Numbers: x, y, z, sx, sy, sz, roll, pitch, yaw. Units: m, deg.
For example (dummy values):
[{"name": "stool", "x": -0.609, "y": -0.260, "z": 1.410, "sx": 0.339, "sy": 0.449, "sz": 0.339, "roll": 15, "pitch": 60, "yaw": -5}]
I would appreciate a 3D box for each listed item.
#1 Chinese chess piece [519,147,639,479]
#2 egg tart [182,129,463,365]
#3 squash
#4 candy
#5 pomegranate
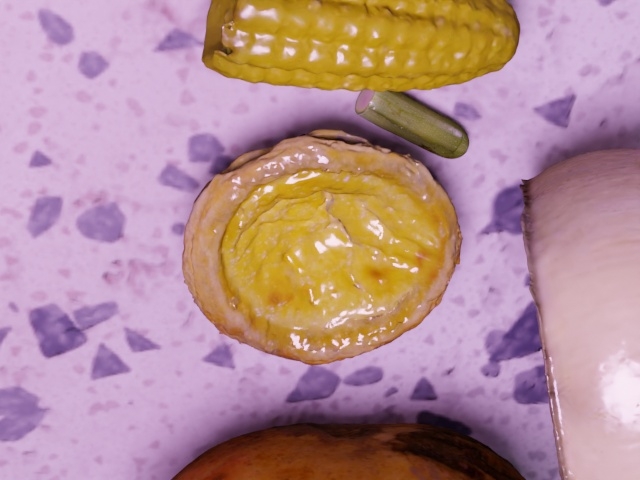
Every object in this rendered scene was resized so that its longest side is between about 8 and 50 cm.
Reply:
[{"name": "Chinese chess piece", "x": 0.199, "y": 0.075, "z": 1.068, "sx": 0.112, "sy": 0.270, "sz": 0.270, "roll": -9, "pitch": 123, "yaw": 9}, {"name": "egg tart", "x": 0.000, "y": 0.000, "z": 1.105, "sx": 0.191, "sy": 0.074, "sz": 0.191, "roll": -5, "pitch": 122, "yaw": -7}, {"name": "squash", "x": 0.064, "y": -0.077, "z": 1.096, "sx": 0.083, "sy": 0.027, "sz": 0.027, "roll": 26, "pitch": 114, "yaw": -21}, {"name": "candy", "x": 0.029, "y": -0.136, "z": 1.012, "sx": 0.199, "sy": 0.106, "sz": 0.094, "roll": 7, "pitch": 138, "yaw": -18}, {"name": "pomegranate", "x": 0.020, "y": 0.260, "z": 1.137, "sx": 0.322, "sy": 0.322, "sz": 0.322, "roll": -4, "pitch": 122, "yaw": -7}]
